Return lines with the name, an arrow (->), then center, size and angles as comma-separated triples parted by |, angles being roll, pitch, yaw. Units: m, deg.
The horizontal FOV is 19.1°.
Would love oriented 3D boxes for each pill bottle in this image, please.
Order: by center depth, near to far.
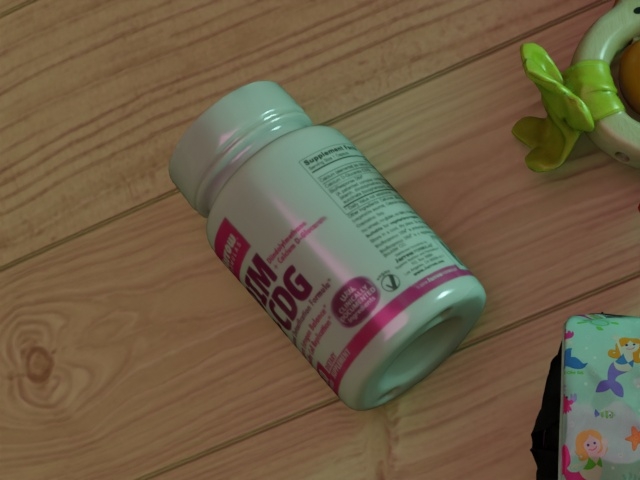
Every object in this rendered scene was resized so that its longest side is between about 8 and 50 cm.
pill bottle -> 0.000, 0.000, 1.706 | 0.160, 0.160, 0.283 | -43, 70, 5

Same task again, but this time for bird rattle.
bird rattle -> 0.296, -0.118, 1.665 | 0.253, 0.143, 0.207 | 25, 71, 17

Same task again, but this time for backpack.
backpack -> 0.260, 0.169, 1.544 | 0.191, 0.253, 0.225 | 0, 78, 17
